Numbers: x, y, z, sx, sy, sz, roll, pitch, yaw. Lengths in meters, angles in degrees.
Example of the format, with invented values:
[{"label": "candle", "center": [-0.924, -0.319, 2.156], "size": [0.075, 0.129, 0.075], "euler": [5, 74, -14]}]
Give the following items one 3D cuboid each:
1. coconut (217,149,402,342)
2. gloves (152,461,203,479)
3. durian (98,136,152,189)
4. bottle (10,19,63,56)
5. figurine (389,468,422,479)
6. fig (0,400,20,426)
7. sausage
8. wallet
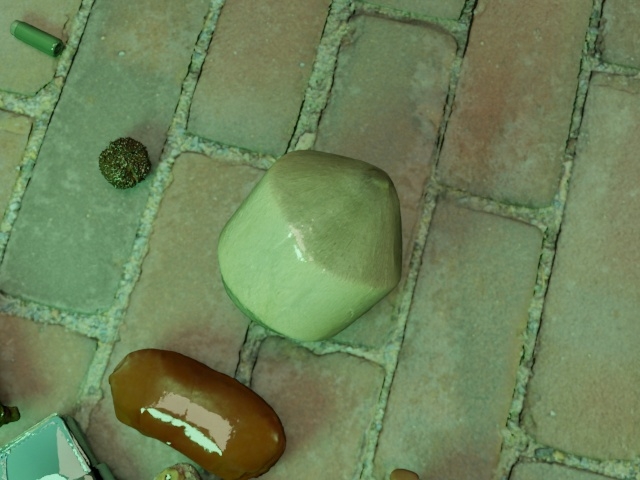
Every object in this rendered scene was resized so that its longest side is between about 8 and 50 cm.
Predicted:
[{"label": "coconut", "center": [0.000, 0.000, 1.217], "size": [0.237, 0.237, 0.266], "euler": [46, 123, 10]}, {"label": "gloves", "center": [-0.170, 0.360, 1.210], "size": [0.110, 0.144, 0.094], "euler": [-11, 34, -3]}, {"label": "durian", "center": [-0.297, -0.117, 1.351], "size": [0.091, 0.080, 0.080], "euler": [28, 76, 36]}, {"label": "bottle", "center": [-0.448, -0.320, 1.418], "size": [0.083, 0.030, 0.030], "euler": [27, 77, 7]}, {"label": "figurine", "center": [0.178, 0.427, 1.170], "size": [0.275, 0.158, 0.161], "euler": [29, 87, 7]}, {"label": "fig", "center": [-0.529, 0.200, 1.207], "size": [0.244, 0.195, 0.195], "euler": [20, 77, 8]}, {"label": "sausage", "center": [-0.167, 0.235, 1.234], "size": [0.258, 0.133, 0.133], "euler": [26, 77, 9]}, {"label": "wallet", "center": [-0.354, 0.378, 1.222], "size": [0.176, 0.075, 0.250], "euler": [-33, 79, -5]}]
